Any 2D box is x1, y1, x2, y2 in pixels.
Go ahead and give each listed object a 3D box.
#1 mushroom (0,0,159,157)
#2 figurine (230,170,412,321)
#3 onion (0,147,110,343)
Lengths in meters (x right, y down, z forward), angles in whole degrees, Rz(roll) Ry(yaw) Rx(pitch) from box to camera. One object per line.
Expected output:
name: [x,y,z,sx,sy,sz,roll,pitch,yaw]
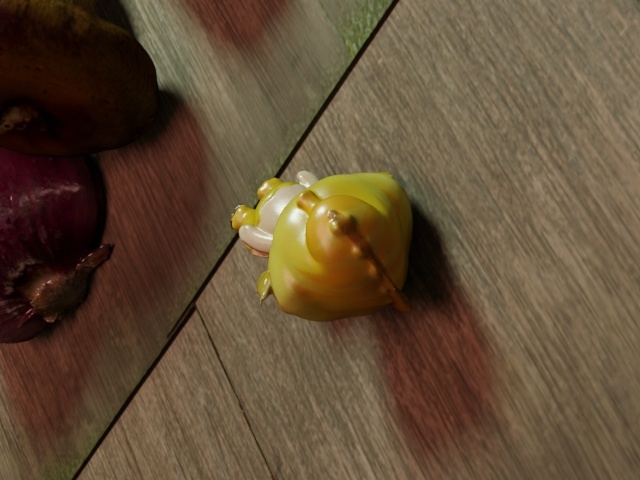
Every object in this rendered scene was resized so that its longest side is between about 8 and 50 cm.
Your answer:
mushroom: [-0.306,-0.202,1.788,0.267,0.267,0.254,-32,69,47]
figurine: [0.000,0.000,1.518,0.156,0.131,0.246,-44,26,-7]
onion: [-0.389,-0.055,1.974,0.267,0.159,0.348,-57,50,31]
